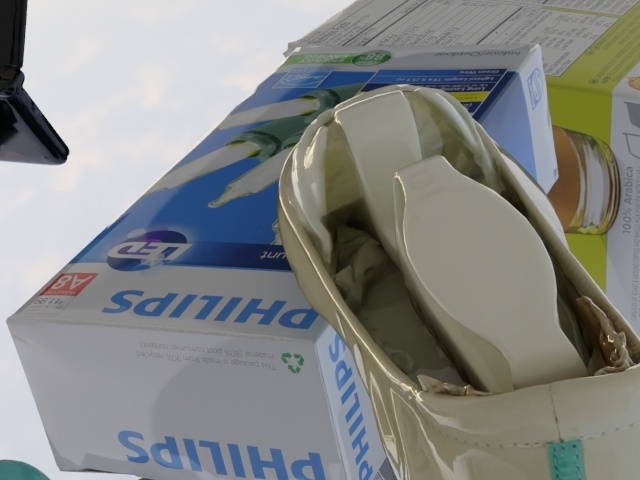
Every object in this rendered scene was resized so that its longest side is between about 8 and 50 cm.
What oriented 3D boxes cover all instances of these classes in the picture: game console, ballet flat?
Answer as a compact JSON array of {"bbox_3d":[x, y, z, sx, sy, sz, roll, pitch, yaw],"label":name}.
[{"bbox_3d":[-0.200,-0.102,0.802,0.122,0.107,0.071,6,-120,26],"label":"game console"},{"bbox_3d":[0.033,0.000,0.411,0.086,0.086,0.248,-24,-148,-2],"label":"ballet flat"}]

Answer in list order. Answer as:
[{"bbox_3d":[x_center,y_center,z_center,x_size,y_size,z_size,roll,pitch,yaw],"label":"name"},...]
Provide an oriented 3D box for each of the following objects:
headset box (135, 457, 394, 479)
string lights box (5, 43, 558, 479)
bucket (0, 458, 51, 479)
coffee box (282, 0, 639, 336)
[{"bbox_3d":[0.022,0.136,0.917,0.110,0.218,0.293,-22,-158,24],"label":"headset box"},{"bbox_3d":[0.000,0.000,0.617,0.133,0.076,0.259,2,-150,26],"label":"string lights box"},{"bbox_3d":[-0.181,0.234,0.734,0.281,0.281,0.183,10,-124,36],"label":"bucket"},{"bbox_3d":[0.198,-0.056,1.295,0.334,0.337,0.338,12,-148,27],"label":"coffee box"}]
